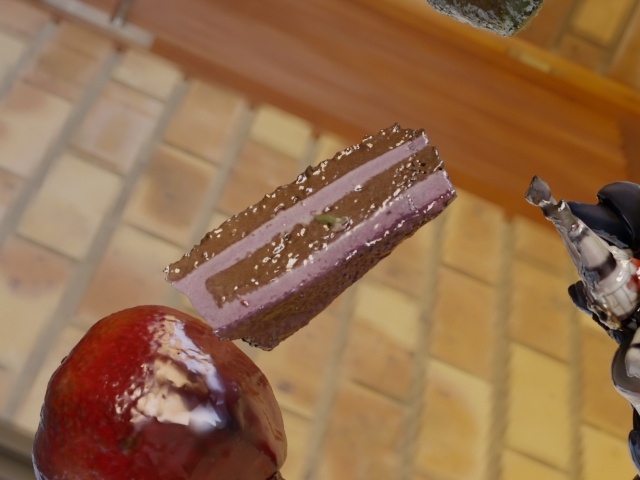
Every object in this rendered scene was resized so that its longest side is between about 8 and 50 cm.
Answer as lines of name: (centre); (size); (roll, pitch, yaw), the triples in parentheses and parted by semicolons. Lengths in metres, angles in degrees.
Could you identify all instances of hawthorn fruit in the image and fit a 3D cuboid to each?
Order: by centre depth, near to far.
hawthorn fruit: (-0.163, 0.224, 2.155); (0.265, 0.307, 0.265); (-57, 174, -10)

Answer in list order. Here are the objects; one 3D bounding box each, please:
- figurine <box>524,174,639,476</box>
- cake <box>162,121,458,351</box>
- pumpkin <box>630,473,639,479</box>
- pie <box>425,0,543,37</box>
figurine: (0.258, 0.058, 1.319); (0.175, 0.197, 0.265); (-73, 151, -56)
cake: (0.000, 0.000, 1.938); (0.295, 0.116, 0.113); (-34, 151, 2)
pumpkin: (0.497, 0.370, 2.268); (0.266, 0.363, 0.363); (57, -49, 43)
pie: (0.136, -0.347, 1.928); (0.070, 0.323, 0.323); (-32, 169, -24)
